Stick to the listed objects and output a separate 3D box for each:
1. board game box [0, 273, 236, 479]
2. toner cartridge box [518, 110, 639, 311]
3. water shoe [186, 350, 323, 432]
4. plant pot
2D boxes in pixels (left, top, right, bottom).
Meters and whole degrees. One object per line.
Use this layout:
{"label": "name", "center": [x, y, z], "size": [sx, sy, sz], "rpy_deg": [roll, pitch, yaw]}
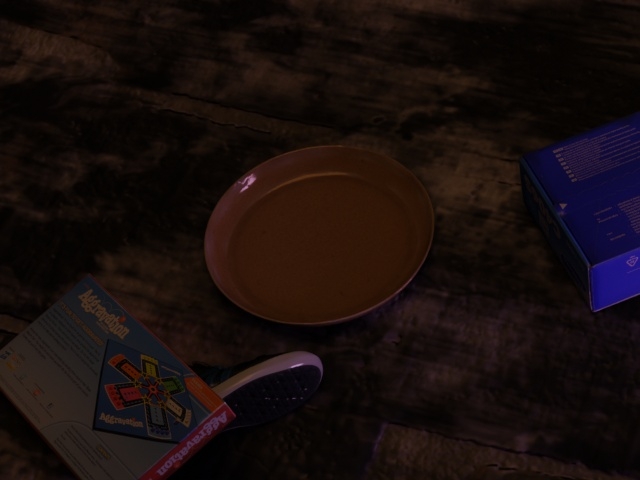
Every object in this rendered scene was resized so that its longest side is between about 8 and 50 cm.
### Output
{"label": "board game box", "center": [-0.207, 0.142, 1.814], "size": [0.145, 0.027, 0.281], "rpy_deg": [-42, 40, -9]}
{"label": "toner cartridge box", "center": [0.389, -0.068, 1.897], "size": [0.348, 0.075, 0.165], "rpy_deg": [-21, 49, -7]}
{"label": "water shoe", "center": [-0.100, 0.139, 1.822], "size": [0.203, 0.073, 0.080], "rpy_deg": [-22, 48, -8]}
{"label": "plant pot", "center": [0.000, 0.000, 1.946], "size": [0.236, 0.032, 0.236], "rpy_deg": [-6, 49, 6]}
